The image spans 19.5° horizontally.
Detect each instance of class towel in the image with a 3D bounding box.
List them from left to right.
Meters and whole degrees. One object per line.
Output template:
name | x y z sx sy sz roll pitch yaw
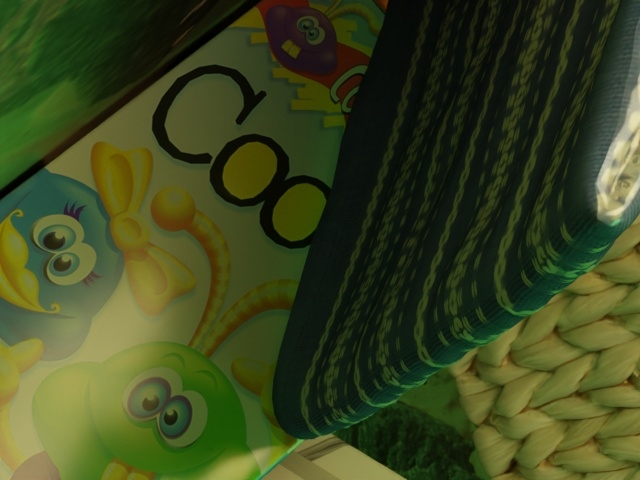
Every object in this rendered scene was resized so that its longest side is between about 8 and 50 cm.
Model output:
towel | 0.052 -0.074 0.547 0.336 0.040 0.243 130 -22 -72

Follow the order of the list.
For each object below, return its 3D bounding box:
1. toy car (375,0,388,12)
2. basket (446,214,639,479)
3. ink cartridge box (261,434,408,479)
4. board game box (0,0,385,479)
toy car | 0.014 -0.089 0.874 0.122 0.060 0.040 -48 145 12
basket | 0.264 0.001 0.866 0.331 0.266 0.328 -25 -176 -40
ink cartridge box | -0.062 0.176 0.842 0.207 0.117 0.283 -34 -151 -21
board game box | -0.066 0.037 0.740 0.275 0.142 0.144 -40 178 -22
